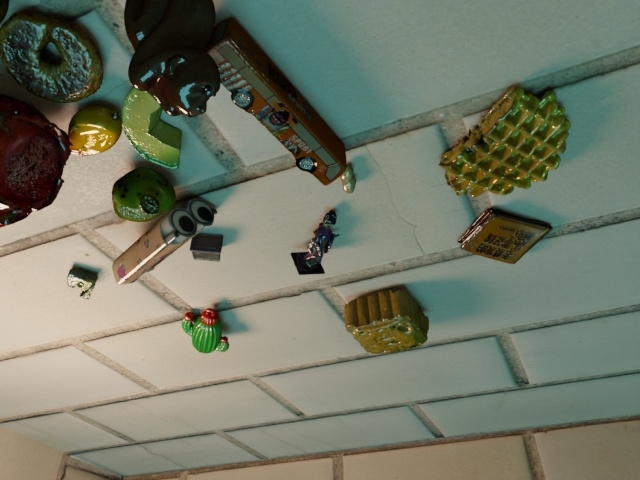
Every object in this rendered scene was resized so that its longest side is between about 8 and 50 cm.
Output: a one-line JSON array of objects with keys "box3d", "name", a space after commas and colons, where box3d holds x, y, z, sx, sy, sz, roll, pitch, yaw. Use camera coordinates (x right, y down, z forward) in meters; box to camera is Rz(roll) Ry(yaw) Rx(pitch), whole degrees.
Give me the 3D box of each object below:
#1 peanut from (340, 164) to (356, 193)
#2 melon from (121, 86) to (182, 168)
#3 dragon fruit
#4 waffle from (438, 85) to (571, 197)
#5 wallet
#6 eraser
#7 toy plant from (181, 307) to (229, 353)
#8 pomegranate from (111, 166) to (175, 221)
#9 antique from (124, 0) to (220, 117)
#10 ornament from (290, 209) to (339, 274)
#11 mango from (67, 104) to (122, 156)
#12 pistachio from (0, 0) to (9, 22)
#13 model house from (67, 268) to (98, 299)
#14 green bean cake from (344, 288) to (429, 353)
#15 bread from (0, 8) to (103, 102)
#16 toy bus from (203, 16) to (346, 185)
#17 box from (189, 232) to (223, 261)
[{"box3d": [0.064, -0.145, 1.312, 0.037, 0.037, 0.083, -5, 143, 8], "name": "peanut"}, {"box3d": [-0.352, -0.251, 1.171, 0.118, 0.064, 0.209, 8, 139, -7], "name": "melon"}, {"box3d": [-0.673, -0.161, 1.106, 0.302, 0.295, 0.295, 0, 147, 34], "name": "dragon fruit"}, {"box3d": [0.401, -0.197, 1.216, 0.283, 0.065, 0.309, -9, 139, 12], "name": "waffle"}, {"box3d": [0.487, -0.007, 1.471, 0.195, 0.042, 0.161, 15, 139, -17], "name": "wallet"}, {"box3d": [-0.410, 0.005, 1.430, 0.290, 0.171, 0.087, -33, 97, 36], "name": "eraser"}, {"box3d": [-0.391, 0.297, 1.849, 0.155, 0.088, 0.240, 5, 137, 19], "name": "toy plant"}, {"box3d": [-0.412, -0.111, 1.294, 0.143, 0.122, 0.169, 7, 170, -22], "name": "pomegranate"}, {"box3d": [-0.237, -0.326, 0.928, 0.143, 0.256, 0.121, -17, 157, 16], "name": "antique"}, {"box3d": [0.006, 0.002, 1.473, 0.081, 0.088, 0.203, 3, 134, -35], "name": "ornament"}, {"box3d": [-0.492, -0.234, 1.195, 0.101, 0.066, 0.187, 23, 143, -37], "name": "mango"}, {"box3d": [-0.609, -0.440, 0.895, 0.165, 0.130, 0.210, -49, 131, -4], "name": "pistachio"}, {"box3d": [-0.720, 0.128, 1.657, 0.083, 0.066, 0.079, 22, 136, -22], "name": "model house"}, {"box3d": [0.210, 0.262, 1.749, 0.230, 0.131, 0.224, -17, 140, 23], "name": "green bean cake"}, {"box3d": [-0.511, -0.347, 1.055, 0.193, 0.064, 0.193, -1, 136, -1], "name": "bread"}, {"box3d": [-0.082, -0.263, 1.124, 0.092, 0.093, 0.409, -25, 136, 25], "name": "toy bus"}, {"box3d": [-0.312, 0.021, 1.519, 0.085, 0.060, 0.063, 5, 150, -6], "name": "box"}]
